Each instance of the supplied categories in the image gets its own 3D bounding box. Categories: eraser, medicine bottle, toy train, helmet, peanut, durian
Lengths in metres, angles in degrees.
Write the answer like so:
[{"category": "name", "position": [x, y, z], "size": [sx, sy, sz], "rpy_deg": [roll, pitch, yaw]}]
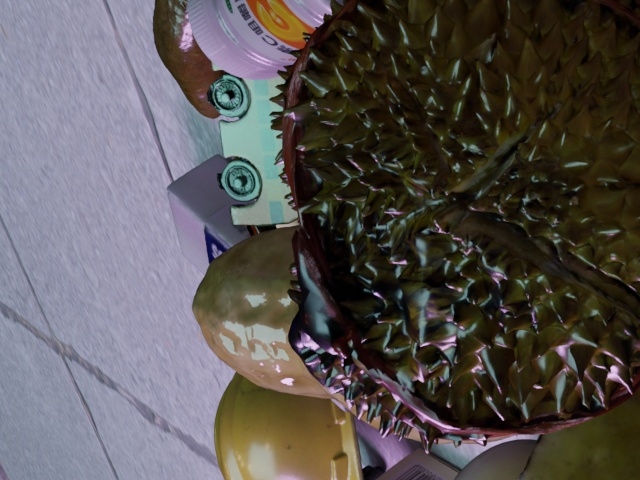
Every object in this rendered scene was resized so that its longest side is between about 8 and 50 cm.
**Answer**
[{"category": "eraser", "position": [-0.043, 0.043, 2.022], "size": [0.287, 0.086, 0.130], "rpy_deg": [41, 154, 31]}, {"category": "medicine bottle", "position": [-0.011, -0.212, 1.544], "size": [0.133, 0.133, 0.249], "rpy_deg": [58, 158, -8]}, {"category": "toy train", "position": [-0.044, -0.104, 1.748], "size": [0.099, 0.072, 0.188], "rpy_deg": [1, 106, 27]}, {"category": "helmet", "position": [-0.044, 0.220, 2.087], "size": [0.205, 0.140, 0.257], "rpy_deg": [120, 142, -68]}, {"category": "peanut", "position": [0.049, 0.081, 1.688], "size": [0.387, 0.192, 0.170], "rpy_deg": [9, 114, 39]}, {"category": "durian", "position": [0.114, -0.026, 1.282], "size": [0.348, 0.347, 0.384], "rpy_deg": [60, 159, -12]}]

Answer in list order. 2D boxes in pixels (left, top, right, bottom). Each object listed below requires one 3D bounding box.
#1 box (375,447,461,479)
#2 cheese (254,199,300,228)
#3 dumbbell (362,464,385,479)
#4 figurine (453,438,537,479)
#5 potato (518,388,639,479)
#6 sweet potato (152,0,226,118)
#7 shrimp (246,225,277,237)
[{"category": "box", "position": [0.157, 0.340, 2.027], "size": [0.212, 0.095, 0.168], "rpy_deg": [26, 142, 52]}, {"category": "cheese", "position": [0.023, 0.018, 1.900], "size": [0.255, 0.050, 0.127], "rpy_deg": [48, 156, 15]}, {"category": "dumbbell", "position": [0.073, 0.332, 2.205], "size": [0.254, 0.081, 0.081], "rpy_deg": [56, 158, -1]}, {"category": "figurine", "position": [0.287, 0.327, 1.705], "size": [0.394, 0.227, 0.274], "rpy_deg": [20, 172, 37]}, {"category": "potato", "position": [0.288, 0.224, 1.503], "size": [0.266, 0.229, 0.229], "rpy_deg": [28, 149, 19]}, {"category": "sweet potato", "position": [-0.127, -0.190, 1.880], "size": [0.077, 0.077, 0.244], "rpy_deg": [43, 154, 26]}, {"category": "shrimp", "position": [0.001, 0.000, 1.834], "size": [0.173, 0.058, 0.253], "rpy_deg": [-38, 87, 31]}]
